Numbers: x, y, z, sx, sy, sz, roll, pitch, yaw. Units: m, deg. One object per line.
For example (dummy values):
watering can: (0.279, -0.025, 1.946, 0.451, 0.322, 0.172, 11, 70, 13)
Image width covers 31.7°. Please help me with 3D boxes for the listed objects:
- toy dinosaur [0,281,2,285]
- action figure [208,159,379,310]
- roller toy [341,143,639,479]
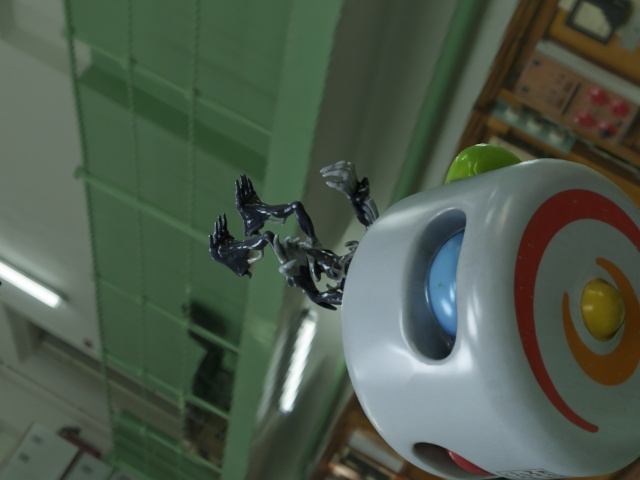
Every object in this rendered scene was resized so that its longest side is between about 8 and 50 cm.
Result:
toy dinosaur: (-0.384, 0.069, 0.996, 0.160, 0.121, 0.313, 83, -151, -42)
action figure: (0.000, 0.000, 1.341, 0.164, 0.275, 0.141, -57, -34, -34)
roller toy: (0.125, 0.053, 0.695, 0.191, 0.209, 0.146, -36, 13, -39)
